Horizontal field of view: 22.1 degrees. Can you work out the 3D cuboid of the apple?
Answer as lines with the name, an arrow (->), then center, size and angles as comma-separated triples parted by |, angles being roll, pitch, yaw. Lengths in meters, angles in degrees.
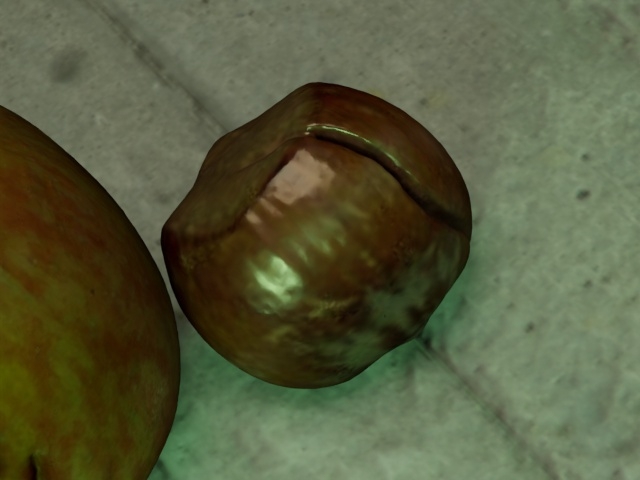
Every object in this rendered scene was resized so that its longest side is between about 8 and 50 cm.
apple -> -0.203, 0.044, 0.777 | 0.264, 0.264, 0.264 | -7, 55, 11

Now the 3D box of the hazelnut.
hazelnut -> 0.000, 0.000, 0.828 | 0.143, 0.143, 0.154 | 34, 78, 32
